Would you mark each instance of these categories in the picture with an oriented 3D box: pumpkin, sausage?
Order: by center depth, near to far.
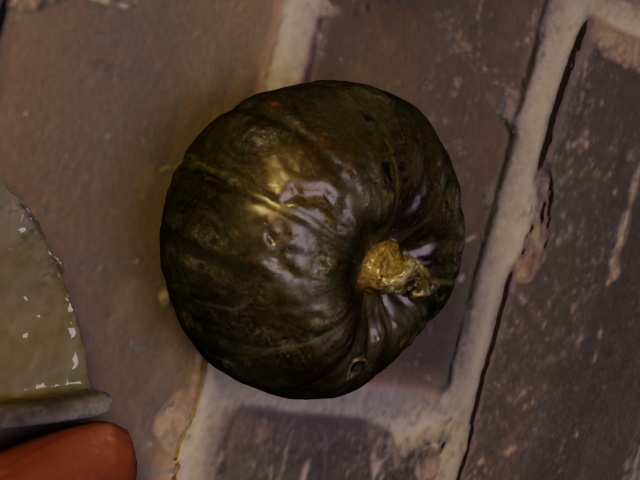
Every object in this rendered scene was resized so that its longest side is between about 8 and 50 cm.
[{"bbox_3d":[-0.199,0.170,0.934,0.194,0.077,0.077,-23,114,-33],"label":"sausage"},{"bbox_3d":[0.000,0.000,0.996,0.223,0.157,0.224,-22,123,-39],"label":"pumpkin"}]

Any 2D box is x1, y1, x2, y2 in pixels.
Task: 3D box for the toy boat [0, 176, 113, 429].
[{"bbox_3d":[-0.275,0.032,0.834,0.293,0.111,0.276,-31,118,-43],"label":"toy boat"}]
